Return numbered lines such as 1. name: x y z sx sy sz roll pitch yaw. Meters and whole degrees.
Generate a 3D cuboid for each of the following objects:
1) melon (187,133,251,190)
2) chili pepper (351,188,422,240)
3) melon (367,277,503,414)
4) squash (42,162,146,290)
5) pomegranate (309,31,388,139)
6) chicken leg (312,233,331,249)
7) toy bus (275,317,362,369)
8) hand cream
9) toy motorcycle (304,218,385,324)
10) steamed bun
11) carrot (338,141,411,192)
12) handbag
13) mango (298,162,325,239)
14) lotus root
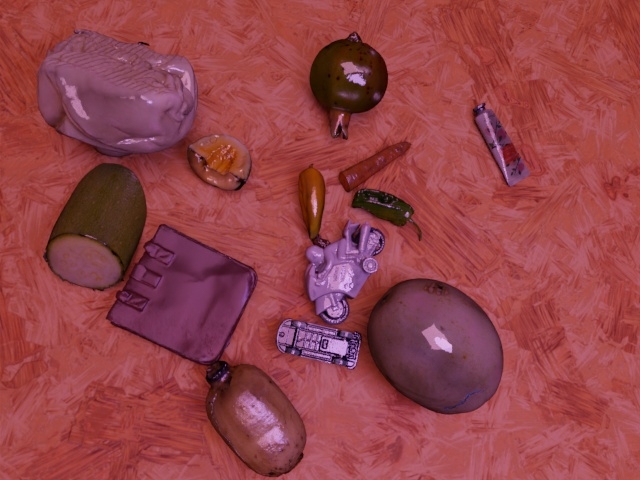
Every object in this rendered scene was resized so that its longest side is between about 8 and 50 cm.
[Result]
1. melon: -0.238 -0.192 1.301 0.160 0.079 0.128 30 58 0
2. chili pepper: 0.182 -0.079 1.335 0.204 0.073 0.072 22 62 -4
3. melon: 0.260 0.235 1.176 0.330 0.268 0.268 41 76 -7
4. squash: -0.515 -0.036 1.251 0.190 0.189 0.260 8 41 -6
5. pomegranate: 0.067 -0.381 1.317 0.199 0.198 0.245 11 77 -5
6. chicken leg: -0.001 0.002 1.315 0.036 0.021 0.083 -38 84 -4
7. toy bus: -0.008 0.238 1.228 0.194 0.089 0.087 13 78 -5
8. hand cream: 0.484 -0.263 1.429 0.080 0.050 0.233 -30 90 -16
9. toy motorcycle: 0.040 0.062 1.263 0.171 0.110 0.260 29 79 0
10. steamed bun: -0.458 -0.307 1.209 0.347 0.237 0.394 -14 44 -37
11. carrot: 0.148 -0.204 1.363 0.224 0.057 0.057 -33 84 -14
12. handbag: -0.310 0.128 1.214 0.276 0.084 0.259 24 77 -2
13. mango: -0.019 -0.097 1.291 0.066 0.101 0.187 0 79 -8
14. lotus root: -0.148 0.382 1.153 0.160 0.146 0.284 -41 95 -32
